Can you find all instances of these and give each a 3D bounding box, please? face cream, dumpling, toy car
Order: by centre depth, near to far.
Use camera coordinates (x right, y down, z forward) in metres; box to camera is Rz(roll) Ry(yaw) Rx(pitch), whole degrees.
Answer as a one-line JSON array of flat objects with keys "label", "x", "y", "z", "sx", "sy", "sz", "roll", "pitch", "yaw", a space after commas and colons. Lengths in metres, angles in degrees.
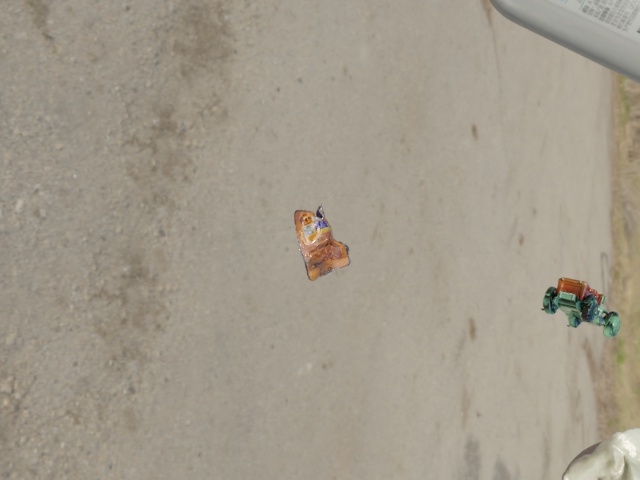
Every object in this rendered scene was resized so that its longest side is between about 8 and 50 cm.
[{"label": "face cream", "x": 0.253, "y": -0.284, "z": 0.712, "sx": 0.163, "sy": 0.336, "sz": 0.080, "roll": -59, "pitch": 161, "yaw": 6}, {"label": "dumpling", "x": 0.339, "y": 0.286, "z": 0.796, "sx": 0.127, "sy": 0.188, "sz": 0.108, "roll": 35, "pitch": 24, "yaw": -13}, {"label": "toy car", "x": 0.371, "y": 0.096, "z": 0.997, "sx": 0.143, "sy": 0.073, "sz": 0.054, "roll": 26, "pitch": 79, "yaw": -47}]

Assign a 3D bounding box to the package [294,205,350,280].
[{"label": "package", "x": 0.000, "y": 0.000, "z": 1.090, "sx": 0.077, "sy": 0.033, "sz": 0.111, "roll": -17, "pitch": 87, "yaw": -41}]
